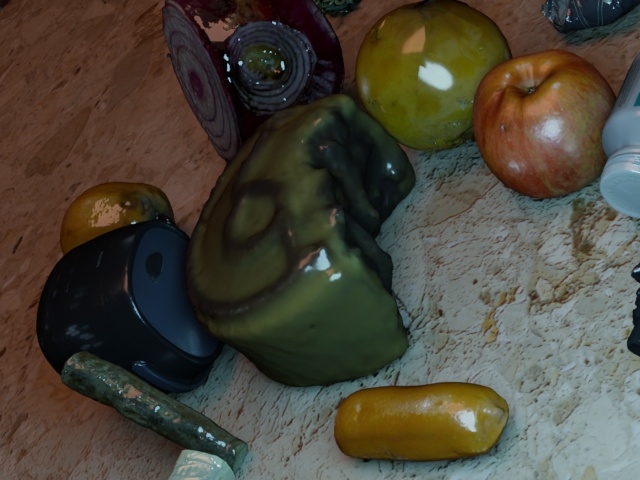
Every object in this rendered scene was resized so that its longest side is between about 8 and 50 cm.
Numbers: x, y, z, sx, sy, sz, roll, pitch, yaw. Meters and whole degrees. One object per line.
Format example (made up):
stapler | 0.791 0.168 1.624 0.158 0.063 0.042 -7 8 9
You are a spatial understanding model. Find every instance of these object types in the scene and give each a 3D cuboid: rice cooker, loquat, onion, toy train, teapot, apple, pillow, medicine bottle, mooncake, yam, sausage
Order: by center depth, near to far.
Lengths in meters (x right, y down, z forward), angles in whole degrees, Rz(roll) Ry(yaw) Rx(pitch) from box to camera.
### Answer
sausage | 0.115 0.216 1.465 0.238 0.098 0.098 -8 45 39
medicine bottle | 0.425 -0.136 1.537 0.135 0.135 0.215 -1 49 42
teapot | -0.170 0.375 1.570 0.107 0.077 0.200 10 55 25
apple | 0.303 -0.164 1.659 0.209 0.164 0.209 -22 39 19
yam | -0.224 0.230 1.663 0.274 0.061 0.061 27 65 13
mooncake | 0.000 0.000 1.697 0.393 0.246 0.394 -52 32 -8
rice cooker | -0.276 0.113 1.816 0.224 0.267 0.267 -27 35 29
loquat | 0.171 -0.244 1.819 0.235 0.235 0.235 -25 36 20
pillow | 0.484 -0.432 1.861 0.335 0.092 0.161 -41 25 -1
onion | -0.093 -0.300 2.047 0.260 0.337 0.282 -25 2 -14
loquat | -0.344 -0.014 2.097 0.234 0.176 0.187 -12 59 38
toy train | 0.019 -0.468 2.389 0.148 0.038 0.071 9 57 47

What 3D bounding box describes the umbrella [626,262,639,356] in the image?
umbrella | 0.418 0.017 1.393 0.272 0.110 0.122 -54 -3 -24
